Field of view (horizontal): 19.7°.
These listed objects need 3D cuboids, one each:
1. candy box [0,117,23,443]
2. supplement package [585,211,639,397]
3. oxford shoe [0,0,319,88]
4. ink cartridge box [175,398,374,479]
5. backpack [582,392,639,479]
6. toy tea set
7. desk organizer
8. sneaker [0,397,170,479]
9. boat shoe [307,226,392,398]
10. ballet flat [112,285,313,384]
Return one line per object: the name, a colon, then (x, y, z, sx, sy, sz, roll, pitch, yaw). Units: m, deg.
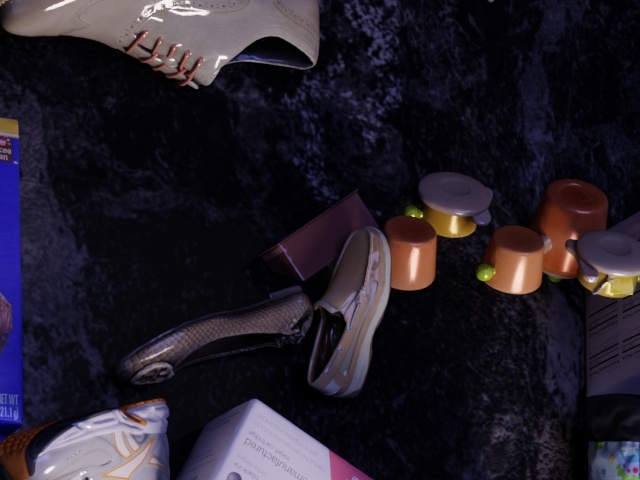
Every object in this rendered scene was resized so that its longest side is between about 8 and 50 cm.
candy box: (-0.422, 0.030, 1.739, 0.268, 0.122, 0.317, 6, 67, -27)
supplement package: (0.434, 0.092, 2.189, 0.194, 0.149, 0.203, 15, 63, -24)
oxford shoe: (-0.163, -0.240, 1.989, 0.397, 0.140, 0.147, -8, 82, -30)
ink cartridge box: (-0.068, 0.335, 1.822, 0.207, 0.117, 0.283, 36, 57, -13)
backpack: (0.432, 0.365, 2.035, 0.290, 0.273, 0.356, 11, 90, -25)
toy tea set: (0.203, 0.020, 2.113, 0.336, 0.124, 0.200, 4, 34, -10)
desk organizer: (0.000, 0.000, 2.039, 0.130, 0.047, 0.050, -35, 93, -35)
sneaker: (-0.207, 0.222, 1.747, 0.262, 0.099, 0.121, -3, 78, -66)
boat shoe: (0.026, 0.073, 1.982, 0.072, 0.068, 0.190, 19, 76, -42)
ballet flat: (-0.104, 0.107, 1.920, 0.250, 0.084, 0.058, -18, 80, -40)
